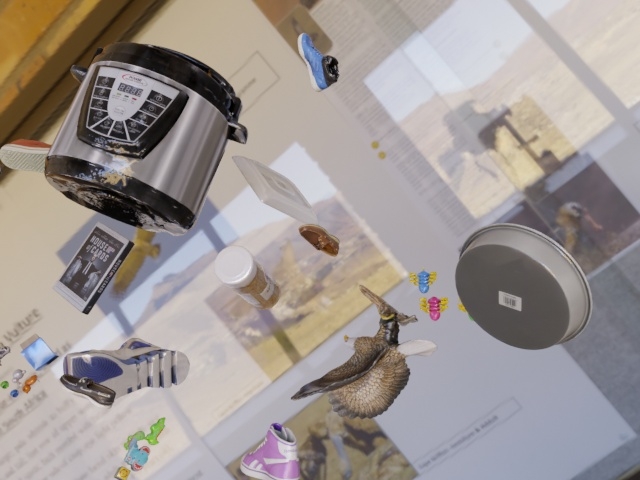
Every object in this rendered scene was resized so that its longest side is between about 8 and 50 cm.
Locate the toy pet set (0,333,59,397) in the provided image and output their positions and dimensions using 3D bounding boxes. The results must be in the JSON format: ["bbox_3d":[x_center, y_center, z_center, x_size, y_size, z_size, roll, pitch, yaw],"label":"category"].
[{"bbox_3d":[-0.542,0.236,1.156,0.114,0.065,0.122,-40,-44,-18],"label":"toy pet set"}]

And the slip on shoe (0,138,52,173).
[{"bbox_3d":[-0.899,-0.276,2.107,0.101,0.331,0.123,-71,-11,-49],"label":"slip on shoe"}]

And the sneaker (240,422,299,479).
[{"bbox_3d":[-0.140,0.600,1.806,0.102,0.161,0.282,5,-10,-34],"label":"sneaker"}]

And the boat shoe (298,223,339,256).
[{"bbox_3d":[0.000,0.000,2.091,0.064,0.178,0.060,-31,47,32],"label":"boat shoe"}]

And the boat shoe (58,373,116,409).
[{"bbox_3d":[-0.484,0.306,1.310,0.038,0.125,0.046,-64,-8,13],"label":"boat shoe"}]

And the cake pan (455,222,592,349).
[{"bbox_3d":[0.397,0.105,1.284,0.054,0.293,0.293,-36,-4,-36],"label":"cake pan"}]

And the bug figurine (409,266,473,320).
[{"bbox_3d":[0.415,0.163,1.961,0.279,0.072,0.216,-1,43,15],"label":"bug figurine"}]

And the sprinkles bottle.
[{"bbox_3d":[-0.223,0.124,1.983,0.121,0.121,0.355,-40,-21,-4],"label":"sprinkles bottle"}]

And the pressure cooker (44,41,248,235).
[{"bbox_3d":[-0.407,-0.262,1.488,0.376,0.370,0.420,6,70,43],"label":"pressure cooker"}]

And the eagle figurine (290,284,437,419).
[{"bbox_3d":[0.102,0.282,1.438,0.298,0.226,0.225,-60,3,-7],"label":"eagle figurine"}]

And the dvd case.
[{"bbox_3d":[-0.656,0.075,1.819,0.238,0.179,0.029,-59,-38,-8],"label":"dvd case"}]

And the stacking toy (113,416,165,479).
[{"bbox_3d":[-0.395,0.483,1.302,0.167,0.052,0.221,-34,25,49],"label":"stacking toy"}]

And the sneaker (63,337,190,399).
[{"bbox_3d":[-0.532,0.341,1.693,0.316,0.127,0.182,3,2,-34],"label":"sneaker"}]

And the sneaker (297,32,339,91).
[{"bbox_3d":[0.001,-0.461,1.588,0.085,0.152,0.058,-17,0,38],"label":"sneaker"}]

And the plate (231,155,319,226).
[{"bbox_3d":[-0.140,-0.171,2.092,0.278,0.277,0.045,25,-68,-44],"label":"plate"}]
